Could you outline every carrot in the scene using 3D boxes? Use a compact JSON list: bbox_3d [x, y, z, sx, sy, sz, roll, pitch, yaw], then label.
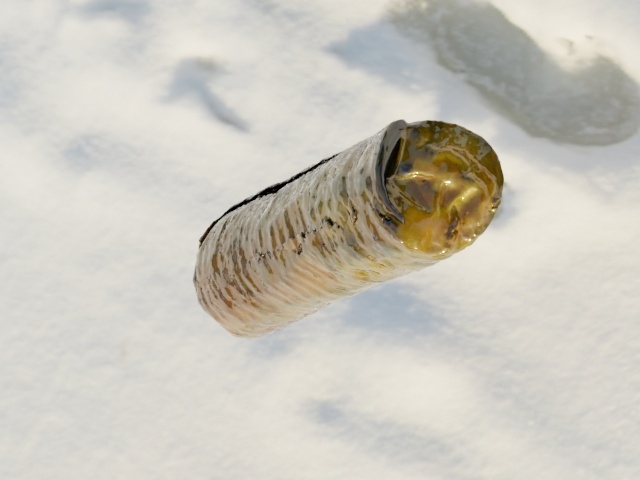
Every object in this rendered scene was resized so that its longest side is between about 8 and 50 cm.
[{"bbox_3d":[0.000,0.000,0.617,0.260,0.070,0.070,156,103,-67],"label":"carrot"}]
